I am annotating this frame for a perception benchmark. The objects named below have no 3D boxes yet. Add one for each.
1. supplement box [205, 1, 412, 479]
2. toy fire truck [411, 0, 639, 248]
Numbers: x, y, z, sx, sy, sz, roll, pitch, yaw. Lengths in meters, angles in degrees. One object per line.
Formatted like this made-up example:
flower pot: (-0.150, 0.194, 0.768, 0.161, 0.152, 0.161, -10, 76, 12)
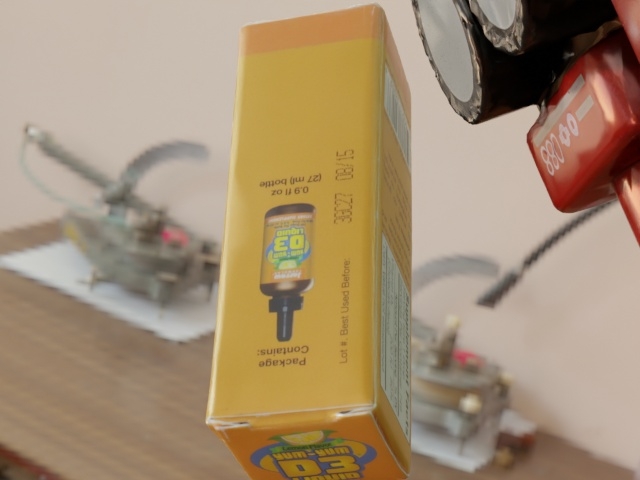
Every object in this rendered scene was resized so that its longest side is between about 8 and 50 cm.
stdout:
supplement box: (0.000, 0.000, 0.799, 0.078, 0.080, 0.233, -6, 53, 14)
toy fire truck: (0.112, -0.004, 0.424, 0.159, 0.246, 0.217, -20, -11, -10)
